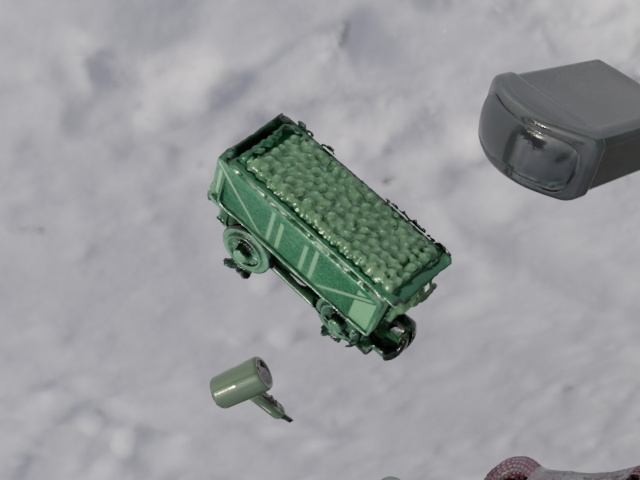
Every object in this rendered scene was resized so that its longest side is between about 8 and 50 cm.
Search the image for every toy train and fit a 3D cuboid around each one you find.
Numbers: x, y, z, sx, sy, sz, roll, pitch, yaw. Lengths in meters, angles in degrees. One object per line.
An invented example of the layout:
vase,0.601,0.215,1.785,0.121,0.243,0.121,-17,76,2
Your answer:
toy train,0.000,0.000,1.137,0.115,0.269,0.154,-36,160,-38

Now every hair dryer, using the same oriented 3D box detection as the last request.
hair dryer,-0.076,0.204,1.465,0.071,0.047,0.150,-25,141,17

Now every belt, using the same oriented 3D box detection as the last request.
belt,0.223,0.232,1.009,0.071,0.053,0.232,-46,-169,-25

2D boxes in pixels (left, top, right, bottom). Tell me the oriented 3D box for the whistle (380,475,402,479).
whistle,0.138,0.424,1.504,0.114,0.236,0.077,-48,173,-3

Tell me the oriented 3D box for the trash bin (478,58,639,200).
trash bin,0.314,-0.144,1.413,0.236,0.177,0.101,-18,134,-36
